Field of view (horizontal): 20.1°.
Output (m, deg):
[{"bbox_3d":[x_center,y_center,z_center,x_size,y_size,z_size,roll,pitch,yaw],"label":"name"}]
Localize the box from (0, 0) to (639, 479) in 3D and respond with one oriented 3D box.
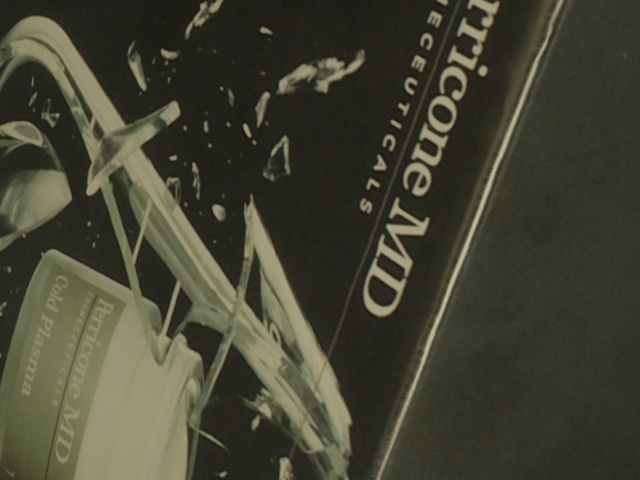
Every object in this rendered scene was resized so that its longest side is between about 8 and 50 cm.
[{"bbox_3d":[0.000,0.000,0.947,0.472,0.297,0.480,36,113,44],"label":"box"}]
